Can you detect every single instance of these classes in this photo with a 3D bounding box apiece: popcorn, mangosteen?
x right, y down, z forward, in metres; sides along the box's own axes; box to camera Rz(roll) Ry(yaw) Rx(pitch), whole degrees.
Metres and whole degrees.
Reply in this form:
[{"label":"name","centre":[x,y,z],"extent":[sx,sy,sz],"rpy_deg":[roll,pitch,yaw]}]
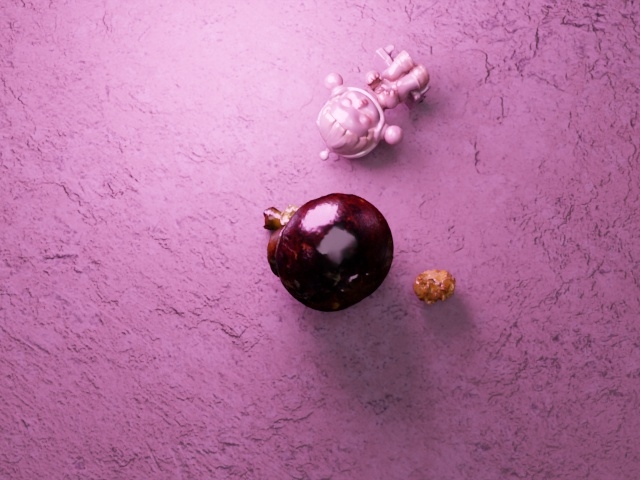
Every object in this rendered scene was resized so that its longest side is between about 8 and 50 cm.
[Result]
[{"label":"popcorn","centre":[0.224,0.090,1.695],"extent":[0.082,0.083,0.057],"rpy_deg":[-14,110,-22]},{"label":"mangosteen","centre":[0.000,0.000,1.656],"extent":[0.231,0.231,0.289],"rpy_deg":[-46,58,-5]}]

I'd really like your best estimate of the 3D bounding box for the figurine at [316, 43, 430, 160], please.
[{"label":"figurine","centre":[0.085,-0.265,1.723],"extent":[0.256,0.144,0.182],"rpy_deg":[-39,104,-6]}]
